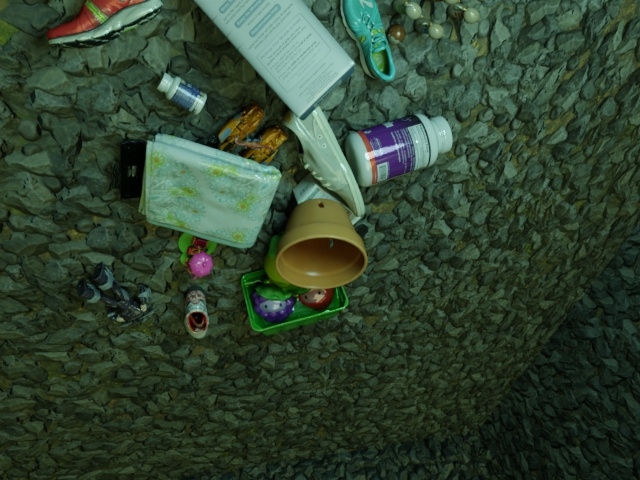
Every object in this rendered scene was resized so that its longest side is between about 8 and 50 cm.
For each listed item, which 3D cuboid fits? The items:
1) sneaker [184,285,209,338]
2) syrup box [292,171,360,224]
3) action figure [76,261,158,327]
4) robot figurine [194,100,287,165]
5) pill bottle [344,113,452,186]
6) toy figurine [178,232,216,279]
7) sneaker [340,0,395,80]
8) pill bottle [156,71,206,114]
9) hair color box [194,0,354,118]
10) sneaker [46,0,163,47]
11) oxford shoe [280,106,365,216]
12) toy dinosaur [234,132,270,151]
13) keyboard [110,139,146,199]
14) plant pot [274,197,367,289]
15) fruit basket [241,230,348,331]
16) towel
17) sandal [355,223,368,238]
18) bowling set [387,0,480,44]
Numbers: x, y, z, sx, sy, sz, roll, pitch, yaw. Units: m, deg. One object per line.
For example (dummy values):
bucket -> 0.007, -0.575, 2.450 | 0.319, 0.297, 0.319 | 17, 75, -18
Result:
sneaker -> -0.472, 0.318, 1.595 | 0.090, 0.145, 0.270 | -4, 127, -18
syrup box -> 0.024, -0.128, 1.473 | 0.237, 0.096, 0.093 | 33, 112, -35
action figure -> -0.698, 0.207, 1.467 | 0.185, 0.099, 0.285 | -34, 134, -2
robot figurine -> -0.254, -0.267, 1.272 | 0.291, 0.085, 0.211 | -41, 127, 12
pill bottle -> 0.253, -0.302, 1.370 | 0.323, 0.181, 0.181 | -19, 130, -7
toy figurine -> -0.419, 0.069, 1.418 | 0.130, 0.159, 0.173 | 18, 118, -30
sneaker -> 0.147, -0.574, 1.172 | 0.107, 0.110, 0.275 | -32, 129, 5
pill bottle -> -0.377, -0.400, 1.138 | 0.120, 0.067, 0.067 | 26, 113, -34
hair color box -> -0.108, -0.499, 1.019 | 0.185, 0.113, 0.374 | -41, 97, 11
sneaker -> -0.515, -0.540, 0.981 | 0.279, 0.107, 0.118 | -27, 112, -3
oxford shoe -> 0.014, -0.247, 1.338 | 0.130, 0.169, 0.449 | -32, 123, 2
toy dinosaur -> -0.200, -0.280, 1.188 | 0.082, 0.090, 0.047 | -16, 119, -49
keyboard -> -0.573, -0.212, 1.240 | 0.100, 0.038, 0.192 | -13, 132, -41
plant pot -> 0.000, 0.000, 1.376 | 0.291, 0.203, 0.291 | -1, 142, -1
fruit basket -> -0.105, 0.160, 1.556 | 0.392, 0.283, 0.392 | -14, 147, -10
towel -> -0.340, -0.131, 1.252 | 0.375, 0.090, 0.320 | 15, 138, -16
sandal -> 0.120, 0.010, 1.648 | 0.067, 0.040, 0.179 | 32, 110, -36
bowling set -> 0.290, -0.620, 1.160 | 0.287, 0.154, 0.200 | 17, 118, -30
